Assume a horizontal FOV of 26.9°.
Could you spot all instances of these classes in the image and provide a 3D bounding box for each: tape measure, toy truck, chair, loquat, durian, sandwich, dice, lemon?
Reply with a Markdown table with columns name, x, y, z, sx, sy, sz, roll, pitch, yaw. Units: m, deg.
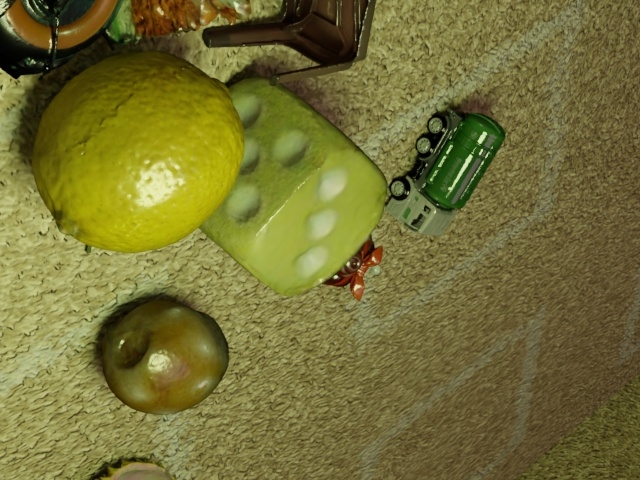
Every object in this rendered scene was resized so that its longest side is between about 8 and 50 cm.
| name | x | y | z | sx | sy | sz | roll | pitch | yaw |
| --- | --- | --- | --- | --- | --- | --- | --- | --- | --- |
| tape measure | -0.312 | -0.293 | 1.460 | 0.223 | 0.135 | 0.202 | -51 | 141 | -6 |
| toy truck | 0.224 | -0.122 | 2.365 | 0.101 | 0.125 | 0.242 | 3 | 122 | -55 |
| chair | 0.028 | -0.334 | 1.827 | 0.326 | 0.176 | 0.183 | -10 | 123 | -39 |
| loquat | -0.237 | 0.179 | 2.056 | 0.179 | 0.179 | 0.227 | -53 | 156 | 6 |
| durian | -0.332 | 0.456 | 2.288 | 0.260 | 0.154 | 0.186 | 38 | 70 | -54 |
| sandwich | -0.166 | -0.350 | 1.542 | 0.109 | 0.212 | 0.292 | -43 | 139 | -41 |
| dice | -0.065 | -0.079 | 1.932 | 0.233 | 0.227 | 0.238 | -49 | 149 | 0 |
| lemon | -0.226 | -0.111 | 1.675 | 0.267 | 0.267 | 0.267 | -33 | 146 | -26 |

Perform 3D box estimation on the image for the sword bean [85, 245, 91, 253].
| name | x | y | z | sx | sy | sz | roll | pitch | yaw |
| --- | --- | --- | --- | --- | --- | --- | --- | --- | --- |
| sword bean | -0.325 | -0.014 | 1.878 | 0.012 | 0.012 | 0.083 | -27 | 141 | -34 |

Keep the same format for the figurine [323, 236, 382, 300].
| name | x | y | z | sx | sy | sz | roll | pitch | yaw |
| --- | --- | --- | --- | --- | --- | --- | --- | --- | --- |
| figurine | 0.000 | 0.000 | 2.107 | 0.183 | 0.226 | 0.160 | -48 | 151 | -2 |
